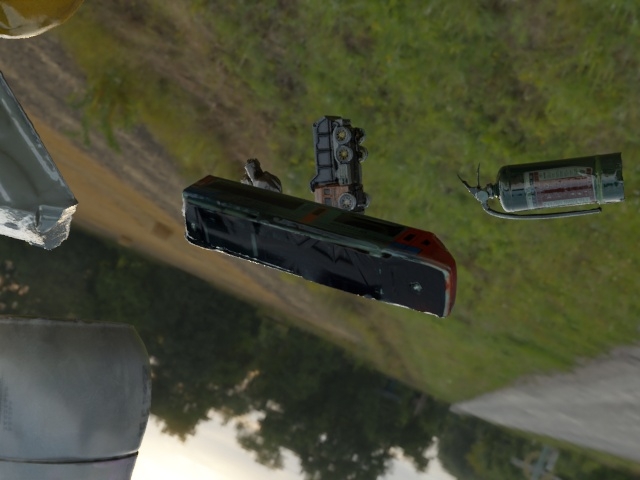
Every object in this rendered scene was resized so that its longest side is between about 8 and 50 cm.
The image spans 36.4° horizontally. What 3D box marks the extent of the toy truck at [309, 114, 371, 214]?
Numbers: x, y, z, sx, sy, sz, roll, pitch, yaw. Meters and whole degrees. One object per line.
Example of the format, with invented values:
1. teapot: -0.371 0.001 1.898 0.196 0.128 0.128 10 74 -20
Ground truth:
1. toy truck: 0.034 -0.138 1.825 0.092 0.192 0.083 -3 -176 26

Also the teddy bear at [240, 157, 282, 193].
1. teddy bear: -0.127 -0.110 1.959 0.119 0.078 0.160 66 169 -16

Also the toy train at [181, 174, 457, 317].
1. toy train: 0.000 0.000 1.263 0.410 0.086 0.089 15 -146 29

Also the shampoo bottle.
1. shampoo bottle: -0.393 0.247 1.460 0.273 0.266 0.273 3 173 0

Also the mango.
1. mango: -0.345 -0.309 1.196 0.098 0.190 0.075 45 143 -12

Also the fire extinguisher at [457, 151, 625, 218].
1. fire extinguisher: 0.401 -0.098 1.778 0.295 0.118 0.093 -6 -160 16

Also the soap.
1. soap: -0.460 -0.061 1.116 0.257 0.302 0.159 60 152 -4
